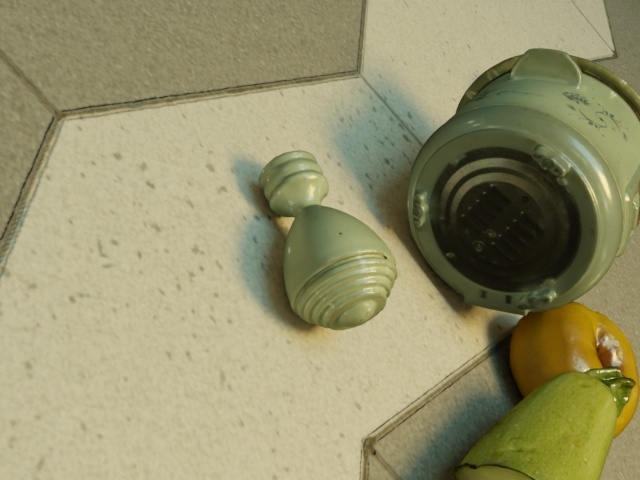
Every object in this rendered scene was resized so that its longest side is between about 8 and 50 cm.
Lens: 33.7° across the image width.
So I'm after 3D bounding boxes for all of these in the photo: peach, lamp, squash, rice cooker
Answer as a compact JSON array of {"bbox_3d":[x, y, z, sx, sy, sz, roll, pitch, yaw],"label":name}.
[{"bbox_3d":[0.299,0.154,1.231,0.179,0.103,0.179,28,44,-30],"label":"peach"},{"bbox_3d":[0.000,0.000,1.007,0.106,0.106,0.193,11,41,-47],"label":"lamp"},{"bbox_3d":[0.230,0.203,1.067,0.137,0.137,0.287,53,36,-2],"label":"squash"},{"bbox_3d":[0.252,-0.069,1.239,0.316,0.264,0.317,8,90,-66],"label":"rice cooker"}]
